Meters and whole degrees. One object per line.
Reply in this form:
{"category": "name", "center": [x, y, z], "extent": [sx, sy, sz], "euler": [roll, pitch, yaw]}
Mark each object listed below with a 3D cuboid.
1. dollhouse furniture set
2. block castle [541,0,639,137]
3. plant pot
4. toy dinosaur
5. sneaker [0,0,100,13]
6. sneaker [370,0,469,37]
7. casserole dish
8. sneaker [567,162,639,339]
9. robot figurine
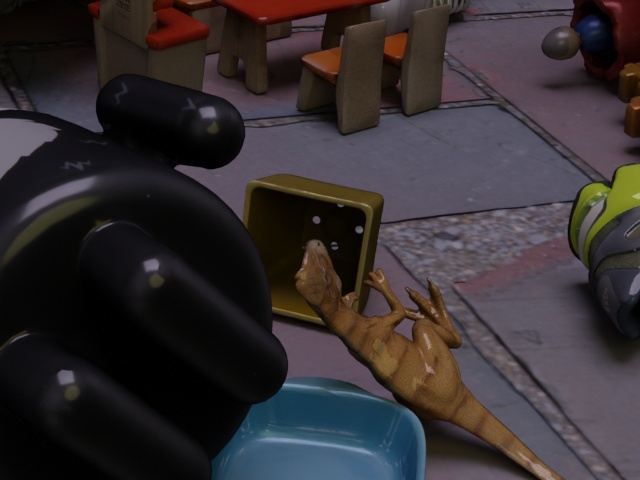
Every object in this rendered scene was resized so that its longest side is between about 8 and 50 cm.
{"category": "dollhouse furniture set", "center": [-0.058, -0.197, 1.183], "extent": [0.259, 0.135, 0.262], "euler": [-19, 36, -37]}
{"category": "block castle", "center": [0.343, -0.200, 1.066], "extent": [0.213, 0.303, 0.453], "euler": [-19, 33, -15]}
{"category": "plant pot", "center": [0.000, 0.000, 0.891], "extent": [0.081, 0.081, 0.083], "euler": [13, 17, 14]}
{"category": "toy dinosaur", "center": [0.062, 0.080, 0.761], "extent": [0.211, 0.064, 0.112], "euler": [37, 17, -7]}
{"category": "sneaker", "center": [-0.256, -0.237, 1.297], "extent": [0.228, 0.086, 0.132], "euler": [3, 31, 19]}
{"category": "sneaker", "center": [0.101, -0.253, 1.375], "extent": [0.095, 0.090, 0.235], "euler": [20, 32, 8]}
{"category": "casserole dish", "center": [-0.008, 0.132, 0.683], "extent": [0.114, 0.037, 0.188], "euler": [7, 27, 4]}
{"category": "sneaker", "center": [0.306, 0.032, 0.873], "extent": [0.300, 0.111, 0.121], "euler": [2, 38, 6]}
{"category": "robot figurine", "center": [-0.136, 0.028, 0.684], "extent": [0.209, 0.174, 0.278], "euler": [-18, 24, -29]}
